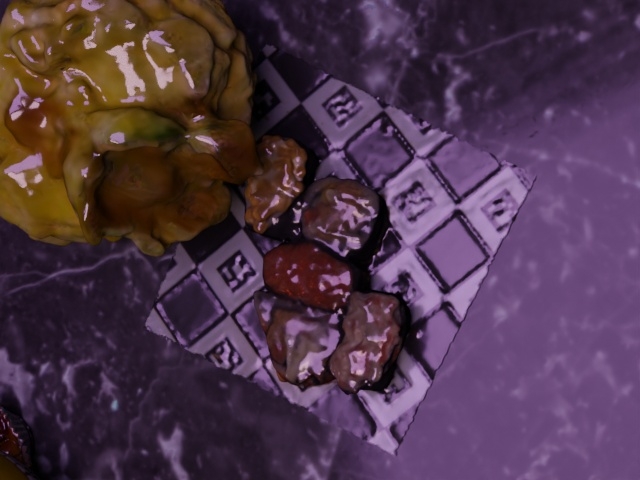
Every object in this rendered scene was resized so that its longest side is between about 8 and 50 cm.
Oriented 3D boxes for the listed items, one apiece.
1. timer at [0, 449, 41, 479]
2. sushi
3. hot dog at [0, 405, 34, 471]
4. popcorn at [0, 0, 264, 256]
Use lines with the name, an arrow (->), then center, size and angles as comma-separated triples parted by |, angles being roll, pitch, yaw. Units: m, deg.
timer -> -0.360, 0.289, 1.240 | 0.285, 0.285, 0.285 | -3, 81, 19
sushi -> 0.000, 0.000, 1.324 | 0.294, 0.059, 0.292 | 25, 91, 22
hot dog -> -0.361, 0.221, 1.423 | 0.191, 0.059, 0.108 | -29, 78, 11
popcorn -> -0.178, -0.113, 1.318 | 0.270, 0.224, 0.258 | -2, 89, 23
